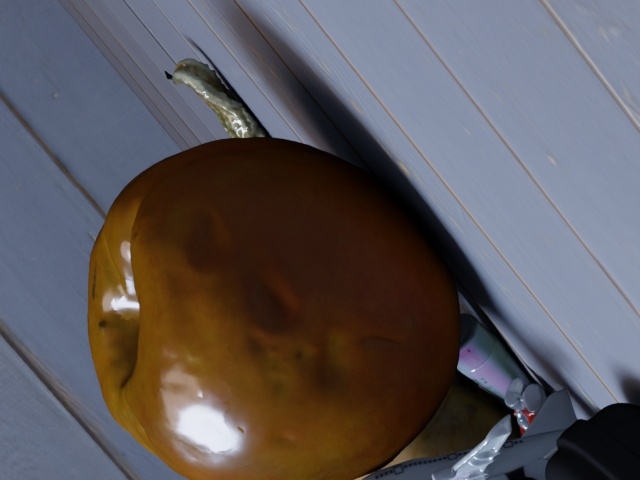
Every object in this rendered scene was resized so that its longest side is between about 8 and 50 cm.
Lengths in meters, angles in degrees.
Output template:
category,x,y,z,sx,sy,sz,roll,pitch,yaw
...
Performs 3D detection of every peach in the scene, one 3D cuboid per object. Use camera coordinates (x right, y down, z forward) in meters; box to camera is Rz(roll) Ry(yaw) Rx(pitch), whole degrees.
category,x,y,z,sx,sy,sz,roll,pitch,yaw
peach,-0.038,0.067,1.720,0.343,0.301,0.343,174,90,-67

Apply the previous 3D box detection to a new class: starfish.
category,x,y,z,sx,sy,sz,roll,pitch,yaw
starfish,0.000,0.000,2.183,0.432,0.082,0.324,56,176,-36

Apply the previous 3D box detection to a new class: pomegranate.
category,x,y,z,sx,sy,sz,roll,pitch,yaw
pomegranate,0.107,0.215,1.862,0.191,0.191,0.191,49,175,6

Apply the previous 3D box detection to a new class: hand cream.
category,x,y,z,sx,sy,sz,roll,pitch,yaw
hand cream,0.176,0.132,1.825,0.174,0.047,0.076,43,179,-35

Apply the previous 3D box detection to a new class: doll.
category,x,y,z,sx,sy,sz,roll,pitch,yaw
doll,0.219,0.204,1.797,0.094,0.079,0.180,14,136,47

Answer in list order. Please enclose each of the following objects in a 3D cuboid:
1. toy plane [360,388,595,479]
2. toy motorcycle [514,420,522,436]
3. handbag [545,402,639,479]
category,x,y,z,sx,sy,sz,roll,pitch,yaw
toy plane,0.127,0.216,1.649,0.251,0.255,0.101,64,-178,-72
toy motorcycle,0.205,0.269,2.197,0.223,0.108,0.340,58,174,-17
handbag,0.281,0.237,1.361,0.254,0.093,0.308,51,175,-35
